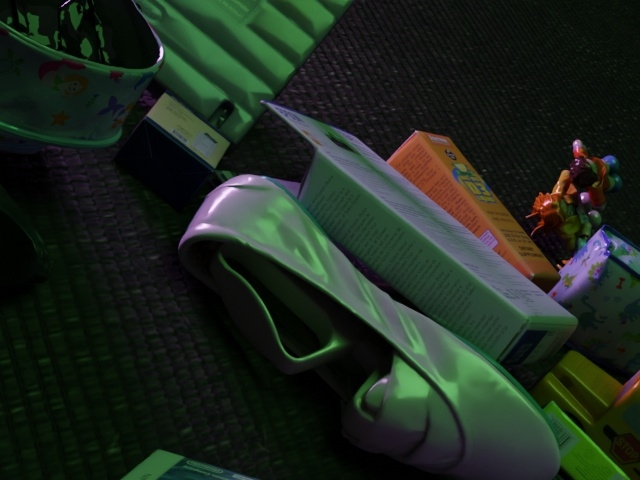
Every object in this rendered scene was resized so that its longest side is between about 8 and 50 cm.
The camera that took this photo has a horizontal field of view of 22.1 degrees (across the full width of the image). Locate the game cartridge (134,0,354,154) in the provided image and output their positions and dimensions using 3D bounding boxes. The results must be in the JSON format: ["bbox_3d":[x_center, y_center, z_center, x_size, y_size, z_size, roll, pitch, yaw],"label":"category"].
[{"bbox_3d":[-0.162,-0.284,1.697,0.355,0.068,0.230,40,66,-4],"label":"game cartridge"}]

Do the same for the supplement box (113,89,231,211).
[{"bbox_3d":[-0.141,-0.087,1.572,0.083,0.056,0.083,38,25,-7],"label":"supplement box"}]

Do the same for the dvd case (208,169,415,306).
[{"bbox_3d":[0.000,0.000,1.679,0.221,0.018,0.164,5,43,-52],"label":"dvd case"}]

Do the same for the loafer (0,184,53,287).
[{"bbox_3d":[-0.275,-0.027,1.296,0.170,0.062,0.061,51,4,13],"label":"loafer"}]

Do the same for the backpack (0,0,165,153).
[{"bbox_3d":[-0.262,-0.182,1.392,0.225,0.191,0.253,9,33,-45],"label":"backpack"}]

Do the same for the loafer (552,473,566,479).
[{"bbox_3d":[0.236,0.287,1.493,0.223,0.076,0.078,55,23,17],"label":"loafer"}]

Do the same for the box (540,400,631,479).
[{"bbox_3d":[0.235,0.210,1.573,0.109,0.042,0.178,45,-7,7],"label":"box"}]

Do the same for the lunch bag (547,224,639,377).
[{"bbox_3d":[0.350,0.077,1.923,0.151,0.129,0.096,35,26,-12],"label":"lunch bag"}]

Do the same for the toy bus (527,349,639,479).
[{"bbox_3d":[0.366,0.239,1.682,0.332,0.130,0.108,45,25,7],"label":"toy bus"}]

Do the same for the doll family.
[{"bbox_3d":[0.343,0.008,2.080,0.163,0.118,0.263,-2,67,-64],"label":"doll family"}]

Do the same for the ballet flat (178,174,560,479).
[{"bbox_3d":[0.028,0.104,1.453,0.400,0.139,0.139,42,25,11],"label":"ballet flat"}]

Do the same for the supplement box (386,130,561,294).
[{"bbox_3d":[0.169,-0.019,1.882,0.078,0.080,0.233,5,41,-55],"label":"supplement box"}]

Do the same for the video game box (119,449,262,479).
[{"bbox_3d":[-0.061,0.215,1.096,0.205,0.048,0.187,14,20,16],"label":"video game box"}]

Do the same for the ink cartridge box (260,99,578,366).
[{"bbox_3d":[0.093,0.001,1.636,0.330,0.071,0.324,39,8,15],"label":"ink cartridge box"}]
